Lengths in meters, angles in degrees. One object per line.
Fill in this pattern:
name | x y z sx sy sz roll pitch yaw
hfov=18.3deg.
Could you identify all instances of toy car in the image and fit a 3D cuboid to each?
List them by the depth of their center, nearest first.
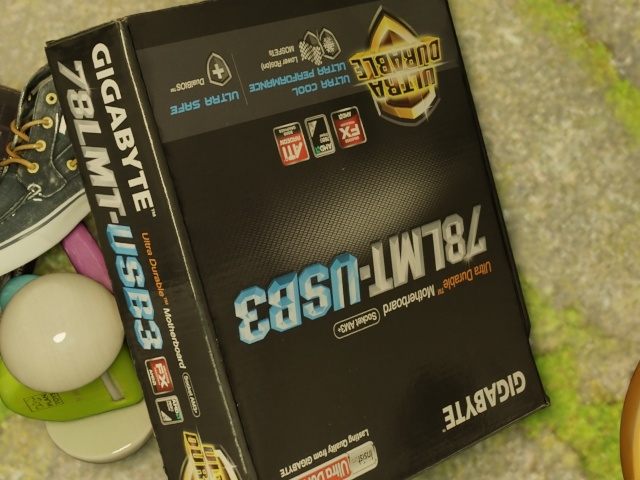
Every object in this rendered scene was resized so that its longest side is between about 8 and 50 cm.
toy car | -0.118 0.041 1.221 0.182 0.159 0.136 -22 59 -2

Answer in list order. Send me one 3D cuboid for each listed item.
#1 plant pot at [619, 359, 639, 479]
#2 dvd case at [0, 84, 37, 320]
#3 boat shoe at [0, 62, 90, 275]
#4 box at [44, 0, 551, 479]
plant pot | 0.273 0.115 1.210 0.205 0.188 0.205 0 92 -3
dvd case | -0.253 -0.027 1.190 0.221 0.018 0.164 16 92 -47
boat shoe | -0.170 -0.052 1.212 0.183 0.065 0.083 -40 115 -27
box | 0.000 0.000 1.156 0.073 0.295 0.293 -14 92 40
